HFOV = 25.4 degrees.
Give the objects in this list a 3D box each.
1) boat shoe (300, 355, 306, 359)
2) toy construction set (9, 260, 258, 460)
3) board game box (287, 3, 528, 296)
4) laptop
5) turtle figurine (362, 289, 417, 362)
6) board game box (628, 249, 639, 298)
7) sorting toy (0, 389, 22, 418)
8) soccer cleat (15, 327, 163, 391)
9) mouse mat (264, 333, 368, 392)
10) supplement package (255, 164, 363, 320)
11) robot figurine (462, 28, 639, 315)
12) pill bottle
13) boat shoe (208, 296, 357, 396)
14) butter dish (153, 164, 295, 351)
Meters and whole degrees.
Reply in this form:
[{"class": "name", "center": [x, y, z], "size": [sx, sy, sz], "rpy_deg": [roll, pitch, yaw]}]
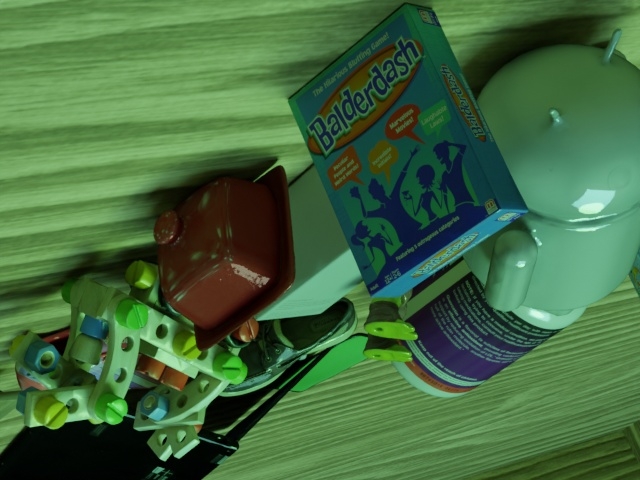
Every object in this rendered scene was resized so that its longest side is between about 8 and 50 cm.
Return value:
[{"class": "boat shoe", "center": [-0.039, 0.145, 2.014], "size": [0.035, 0.035, 0.100], "rpy_deg": [-9, 158, -6]}, {"class": "toy construction set", "center": [-0.188, 0.140, 1.560], "size": [0.215, 0.151, 0.328], "rpy_deg": [-66, 151, -10]}, {"class": "board game box", "center": [0.072, -0.078, 1.260], "size": [0.160, 0.210, 0.047], "rpy_deg": [-37, 156, 34]}, {"class": "laptop", "center": [-0.245, 0.264, 2.118], "size": [0.408, 0.236, 0.382], "rpy_deg": [21, 141, -22]}, {"class": "turtle figurine", "center": [0.094, 0.015, 1.614], "size": [0.087, 0.217, 0.269], "rpy_deg": [17, 151, -8]}, {"class": "board game box", "center": [0.422, 0.008, 1.888], "size": [0.039, 0.211, 0.160], "rpy_deg": [-24, 161, 2]}, {"class": "sorting toy", "center": [-0.449, 0.205, 1.687], "size": [0.274, 0.046, 0.132], "rpy_deg": [-37, 157, 34]}, {"class": "soccer cleat", "center": [-0.240, 0.132, 1.684], "size": [0.248, 0.083, 0.095], "rpy_deg": [-10, 153, -27]}, {"class": "mouse mat", "center": [0.013, 0.196, 2.252], "size": [0.190, 0.007, 0.152], "rpy_deg": [-30, 160, 18]}, {"class": "supplement package", "center": [0.000, 0.000, 1.552], "size": [0.105, 0.105, 0.179], "rpy_deg": [-3, 153, -45]}, {"class": "robot figurine", "center": [0.247, -0.062, 1.467], "size": [0.353, 0.200, 0.300], "rpy_deg": [91, 23, -56]}, {"class": "pill bottle", "center": [0.233, 0.070, 1.889], "size": [0.181, 0.181, 0.323], "rpy_deg": [-6, 155, -41]}, {"class": "boat shoe", "center": [-0.054, 0.132, 1.904], "size": [0.224, 0.080, 0.073], "rpy_deg": [-25, 156, -9]}, {"class": "butter dish", "center": [-0.113, 0.004, 1.415], "size": [0.118, 0.160, 0.160], "rpy_deg": [23, 134, -34]}]
